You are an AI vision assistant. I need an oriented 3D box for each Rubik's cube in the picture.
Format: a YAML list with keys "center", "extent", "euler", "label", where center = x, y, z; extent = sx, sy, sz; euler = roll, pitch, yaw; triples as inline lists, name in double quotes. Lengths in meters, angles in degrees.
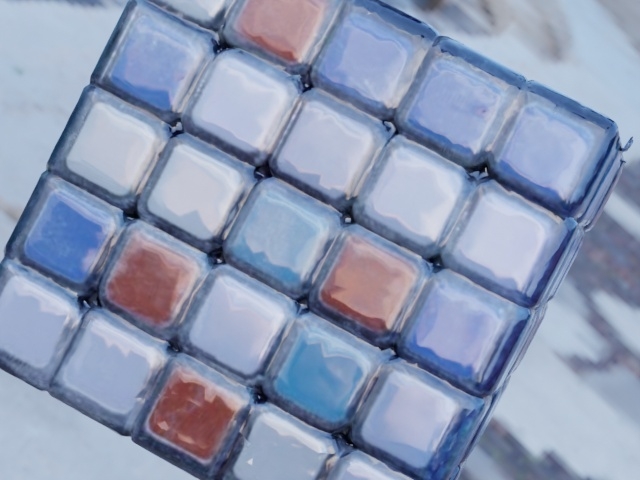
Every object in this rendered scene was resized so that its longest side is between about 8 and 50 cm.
- center: [0.000, 0.000, 1.131]
  extent: [0.293, 0.287, 0.292]
  euler: [27, 3, 7]
  label: "Rubik's cube"
